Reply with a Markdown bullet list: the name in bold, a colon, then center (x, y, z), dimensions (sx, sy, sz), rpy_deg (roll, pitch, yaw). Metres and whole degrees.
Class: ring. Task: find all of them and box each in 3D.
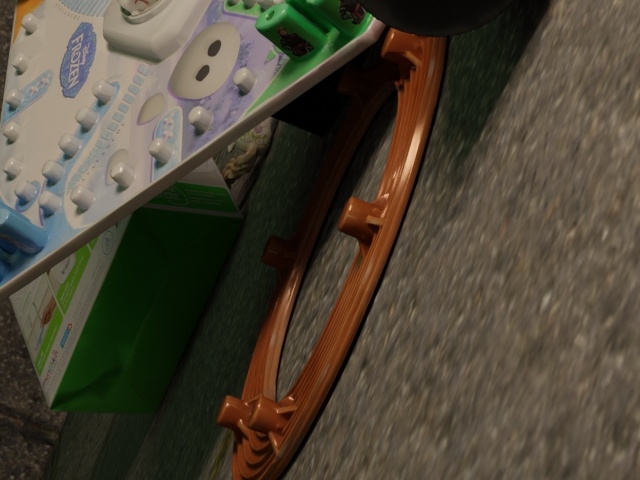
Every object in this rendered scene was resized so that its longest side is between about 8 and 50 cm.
- **ring**: center (0.000, 0.000, 1.207), dimensions (0.336, 0.032, 0.336), rpy_deg (-159, 90, -82)

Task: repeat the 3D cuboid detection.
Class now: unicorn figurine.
- **unicorn figurine**: center (-0.061, -0.136, 1.851), dimensions (0.111, 0.060, 0.162), rpy_deg (133, 138, -73)

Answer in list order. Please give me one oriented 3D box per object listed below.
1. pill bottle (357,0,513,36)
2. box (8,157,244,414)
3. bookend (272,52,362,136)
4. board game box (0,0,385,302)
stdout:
- **pill bottle**: center (0.062, -0.197, 0.979), dimensions (0.219, 0.123, 0.123), rpy_deg (-81, 15, -55)
- **box**: center (-0.212, 0.003, 1.914), dimensions (0.262, 0.127, 0.231), rpy_deg (-65, 35, 29)
- **bookend**: center (-0.041, -0.185, 1.482), dimensions (0.072, 0.157, 0.156), rpy_deg (124, 164, -55)
- **board game box**: center (-0.117, -0.195, 1.374), dimensions (0.390, 0.050, 0.390), rpy_deg (-33, 39, 30)
